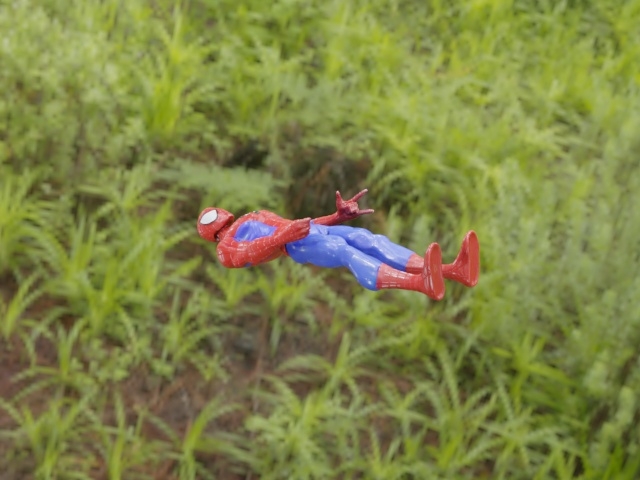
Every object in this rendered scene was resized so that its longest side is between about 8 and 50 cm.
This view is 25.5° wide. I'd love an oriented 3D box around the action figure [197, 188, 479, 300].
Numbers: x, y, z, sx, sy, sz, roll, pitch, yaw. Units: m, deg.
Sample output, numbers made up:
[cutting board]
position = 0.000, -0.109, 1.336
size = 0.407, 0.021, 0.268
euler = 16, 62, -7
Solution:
[action figure]
position = 0.000, 0.000, 0.506
size = 0.115, 0.030, 0.038
euler = 5, 19, 37
